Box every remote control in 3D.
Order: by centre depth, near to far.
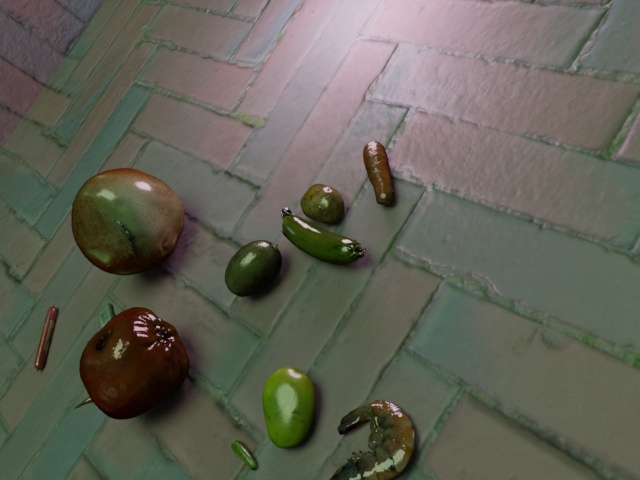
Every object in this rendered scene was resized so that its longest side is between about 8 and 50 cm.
[{"bbox_3d":[-0.618,0.238,1.938,0.053,0.018,0.124,-41,47,10],"label":"remote control"}]

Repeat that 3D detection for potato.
[{"bbox_3d":[0.001,-0.091,1.611,0.138,0.070,0.091,24,89,46],"label":"potato"}]

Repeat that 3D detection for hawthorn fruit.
[{"bbox_3d":[-0.450,0.299,1.621,0.261,0.258,0.258,-61,38,32],"label":"hawthorn fruit"}]

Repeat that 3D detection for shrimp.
[{"bbox_3d":[0.051,0.421,1.282,0.296,0.058,0.169,-38,38,11],"label":"shrimp"}]

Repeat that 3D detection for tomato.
[{"bbox_3d":[-0.521,-0.052,1.845,0.239,0.303,0.303,-3,63,43],"label":"tomato"}]

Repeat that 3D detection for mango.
[{"bbox_3d":[-0.061,0.346,1.394,0.117,0.089,0.163,-21,65,18],"label":"mango"}]

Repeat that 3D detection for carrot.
[{"bbox_3d":[0.137,-0.157,1.555,0.060,0.060,0.186,-28,51,23],"label":"carrot"}]

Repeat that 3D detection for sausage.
[{"bbox_3d":[-0.855,0.301,2.077,0.029,0.029,0.223,-17,55,30],"label":"sausage"}]

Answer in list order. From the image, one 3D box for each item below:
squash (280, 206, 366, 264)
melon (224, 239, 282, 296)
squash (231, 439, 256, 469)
[{"bbox_3d":[-0.002,0.002,1.555,0.318,0.071,0.080,27,92,46],"label":"squash"},{"bbox_3d":[-0.159,0.065,1.615,0.167,0.114,0.114,-43,46,10],"label":"melon"},{"bbox_3d":[-0.165,0.462,1.443,0.089,0.027,0.027,30,85,43],"label":"squash"}]
